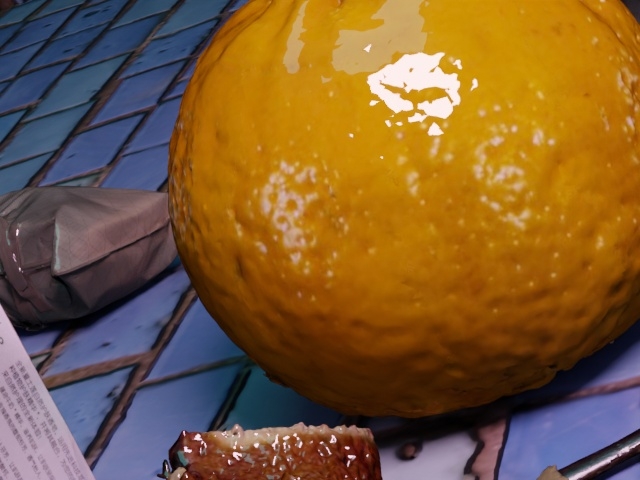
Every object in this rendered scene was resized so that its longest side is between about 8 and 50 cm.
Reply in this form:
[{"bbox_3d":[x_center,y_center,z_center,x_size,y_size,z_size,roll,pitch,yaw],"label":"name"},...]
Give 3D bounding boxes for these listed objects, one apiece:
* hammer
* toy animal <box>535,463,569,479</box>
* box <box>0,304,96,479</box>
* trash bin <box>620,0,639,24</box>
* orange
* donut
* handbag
[{"bbox_3d":[0.161,0.122,1.093,0.178,0.021,0.065,-25,20,-5],"label":"hammer"},{"bbox_3d":[0.159,0.180,0.857,0.214,0.093,0.186,-2,32,31],"label":"toy animal"},{"bbox_3d":[-0.249,0.124,1.279,0.081,0.199,0.135,-5,25,46],"label":"box"},{"bbox_3d":[0.277,-0.199,1.646,0.175,0.175,0.161,-20,7,9],"label":"trash bin"},{"bbox_3d":[0.062,-0.054,1.261,0.341,0.293,0.340,-19,20,7],"label":"orange"},{"bbox_3d":[-0.020,0.165,1.062,0.126,0.144,0.186,-16,-11,2],"label":"donut"},{"bbox_3d":[-0.249,0.016,1.702,0.270,0.117,0.182,-9,10,36],"label":"handbag"}]
